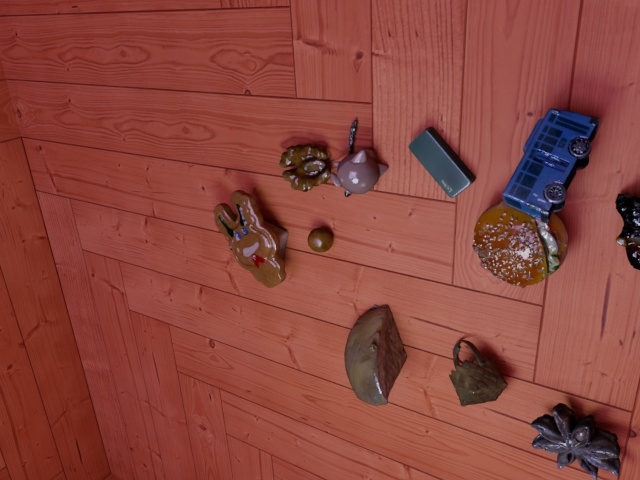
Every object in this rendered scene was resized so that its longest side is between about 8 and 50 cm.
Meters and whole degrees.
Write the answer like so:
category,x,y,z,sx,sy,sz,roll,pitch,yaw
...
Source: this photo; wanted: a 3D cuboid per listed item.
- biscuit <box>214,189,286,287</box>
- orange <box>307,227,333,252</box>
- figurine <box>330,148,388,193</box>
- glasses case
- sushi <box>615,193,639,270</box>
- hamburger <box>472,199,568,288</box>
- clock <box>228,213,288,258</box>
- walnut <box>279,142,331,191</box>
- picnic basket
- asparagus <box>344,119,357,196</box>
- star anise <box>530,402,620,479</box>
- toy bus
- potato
category,x,y,z,sx,sy,sz,roll,pitch,yaw
biscuit,-0.226,0.004,1.872,0.202,0.047,0.333,-27,95,39
orange,0.000,0.000,1.788,0.085,0.085,0.085,15,120,29
figurine,0.105,-0.191,1.595,0.138,0.125,0.125,-38,88,30
glasses case,0.315,-0.203,1.489,0.184,0.039,0.078,51,130,4
sushi,0.727,-0.003,1.226,0.172,0.153,0.150,14,100,7
hamburger,0.483,0.003,1.403,0.237,0.147,0.236,17,121,31
clock,-0.211,-0.003,1.934,0.192,0.071,0.146,26,125,22
walnut,-0.040,-0.220,1.712,0.170,0.069,0.142,-1,110,34
picnic basket,0.434,0.369,1.635,0.178,0.138,0.128,-113,29,-43
asparagus,0.087,-0.234,1.645,0.023,0.022,0.232,5,118,2
star anise,0.694,0.530,1.540,0.223,0.109,0.236,14,137,38
toy bus,0.506,-0.170,1.262,0.134,0.116,0.233,29,91,25
potato,0.127,0.358,1.757,0.190,0.264,0.211,-13,110,29
